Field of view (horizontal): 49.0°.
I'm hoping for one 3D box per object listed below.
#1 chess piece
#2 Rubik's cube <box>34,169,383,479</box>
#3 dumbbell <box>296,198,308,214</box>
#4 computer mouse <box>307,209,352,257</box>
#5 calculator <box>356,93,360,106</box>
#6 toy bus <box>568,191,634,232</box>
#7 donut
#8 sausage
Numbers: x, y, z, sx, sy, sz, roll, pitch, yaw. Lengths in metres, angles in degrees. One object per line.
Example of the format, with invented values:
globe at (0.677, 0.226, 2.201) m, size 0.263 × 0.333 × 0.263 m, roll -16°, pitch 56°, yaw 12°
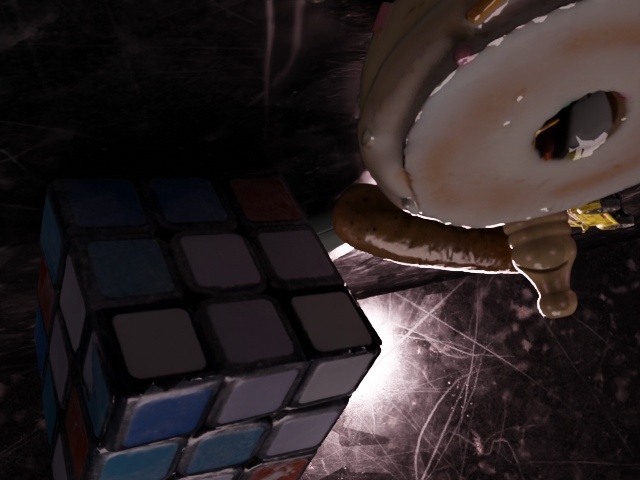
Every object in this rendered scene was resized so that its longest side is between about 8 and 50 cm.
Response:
chess piece at (0.355, -0.026, 1.144) m, size 0.124 × 0.307 × 0.138 m, roll -17°, pitch 167°, yaw 20°
Rubik's cube at (-0.188, 0.142, 0.966) m, size 0.362 × 0.363 × 0.359 m, roll -6°, pitch 136°, yaw -31°
dumbbell at (-0.058, -0.046, 1.247) m, size 0.036 × 0.040 × 0.083 m, roll 29°, pitch 147°, yaw -26°
computer mouse at (-0.004, -0.005, 1.361) m, size 0.288 × 0.097 × 0.159 m, roll -30°, pitch 170°, yaw -3°
calculator at (0.159, -0.180, 0.774) m, size 0.246 × 0.045 × 0.141 m, roll -13°, pitch 150°, yaw 0°
toy bus at (0.523, -0.101, 1.395) m, size 0.152 × 0.144 × 0.330 m, roll -10°, pitch 169°, yaw 29°
donut at (0.210, -0.152, 0.645) m, size 0.382 × 0.143 × 0.383 m, roll -11°, pitch 153°, yaw -5°
sausage at (0.257, -0.008, 1.277) m, size 0.500 × 0.136 × 0.123 m, roll 7°, pitch 129°, yaw -18°
